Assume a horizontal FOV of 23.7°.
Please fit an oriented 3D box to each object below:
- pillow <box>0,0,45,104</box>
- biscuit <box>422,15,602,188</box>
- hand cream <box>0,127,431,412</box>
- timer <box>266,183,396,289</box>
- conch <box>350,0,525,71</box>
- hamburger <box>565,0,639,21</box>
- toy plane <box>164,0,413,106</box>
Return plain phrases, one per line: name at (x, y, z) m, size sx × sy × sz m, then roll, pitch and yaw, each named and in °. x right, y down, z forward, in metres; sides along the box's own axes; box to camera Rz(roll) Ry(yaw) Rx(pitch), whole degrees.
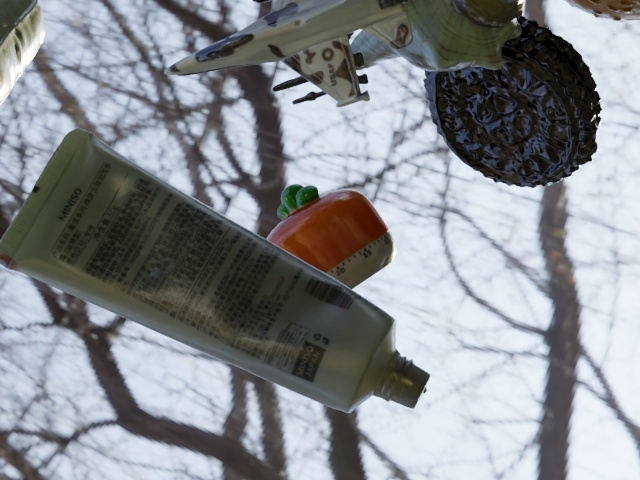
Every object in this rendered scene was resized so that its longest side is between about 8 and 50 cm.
pillow at (-0.355, -0.112, 1.115) m, size 0.255 × 0.322 × 0.120 m, roll 0°, pitch -64°, yaw 6°
biscuit at (0.187, -0.136, 1.501) m, size 0.053 × 0.194 × 0.194 m, roll -51°, pitch -48°, yaw -38°
hand cream at (-0.073, 0.039, 1.154) m, size 0.124 × 0.340 × 0.078 m, roll -61°, pitch -9°, yaw -14°
timer at (0.000, 0.000, 1.510) m, size 0.136 × 0.099 × 0.136 m, roll 7°, pitch -113°, yaw -16°
conch at (0.100, -0.211, 1.383) m, size 0.137 × 0.234 × 0.114 m, roll 67°, pitch -149°, yaw -26°
hamburger at (0.308, -0.338, 1.494) m, size 0.212 × 0.274 × 0.274 m, roll -56°, pitch -48°, yaw -26°
toy plane at (-0.019, -0.175, 1.280) m, size 0.082 × 0.234 × 0.160 m, roll 8°, pitch -114°, yaw -57°
